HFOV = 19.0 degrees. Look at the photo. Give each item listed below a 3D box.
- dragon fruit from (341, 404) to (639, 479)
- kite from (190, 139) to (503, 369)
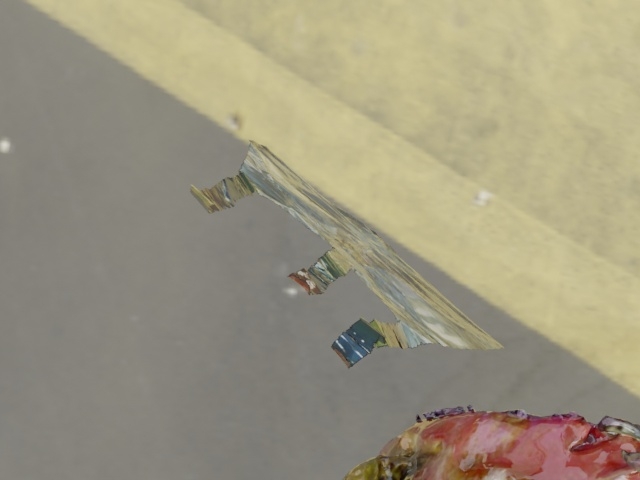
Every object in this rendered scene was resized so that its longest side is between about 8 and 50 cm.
[{"bbox_3d":[0.115,0.266,1.110,0.296,0.314,0.263,8,60,30],"label":"dragon fruit"},{"bbox_3d":[-0.001,0.002,0.885,0.169,0.310,0.015,42,98,11],"label":"kite"}]
